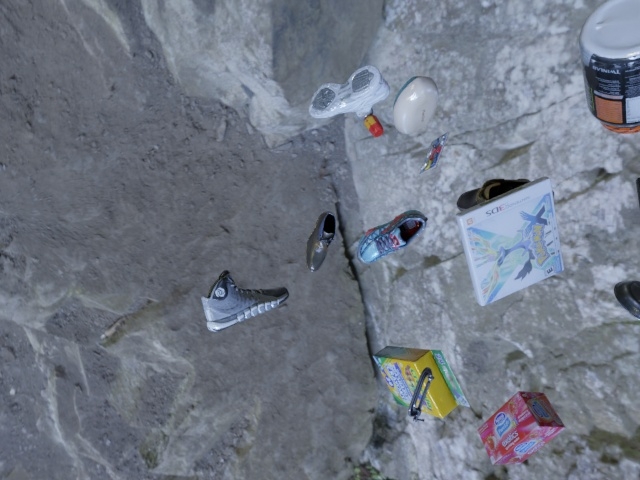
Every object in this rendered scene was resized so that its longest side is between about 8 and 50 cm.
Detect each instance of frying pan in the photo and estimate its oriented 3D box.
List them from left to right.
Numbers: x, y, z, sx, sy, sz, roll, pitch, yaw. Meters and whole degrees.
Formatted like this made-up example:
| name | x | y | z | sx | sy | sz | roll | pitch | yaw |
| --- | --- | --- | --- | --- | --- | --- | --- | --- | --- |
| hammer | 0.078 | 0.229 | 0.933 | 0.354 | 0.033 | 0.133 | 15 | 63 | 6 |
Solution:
| name | x | y | z | sx | sy | sz | roll | pitch | yaw |
| --- | --- | --- | --- | --- | --- | --- | --- | --- | --- |
| frying pan | 1.192 | 0.205 | 1.495 | 0.325 | 0.197 | 0.053 | -6 | 137 | -18 |

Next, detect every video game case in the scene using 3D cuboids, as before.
| name | x | y | z | sx | sy | sz | roll | pitch | yaw |
| --- | --- | --- | --- | --- | --- | --- | --- | --- | --- |
| video game case | 0.592 | 0.009 | 1.308 | 0.299 | 0.036 | 0.329 | -23 | 113 | -3 |

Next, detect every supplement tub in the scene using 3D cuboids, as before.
| name | x | y | z | sx | sy | sz | roll | pitch | yaw |
| --- | --- | --- | --- | --- | --- | --- | --- | --- | --- |
| supplement tub | 0.782 | -0.429 | 1.066 | 0.338 | 0.207 | 0.207 | 32 | 74 | -49 |

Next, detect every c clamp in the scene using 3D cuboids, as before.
| name | x | y | z | sx | sy | sz | roll | pitch | yaw |
| --- | --- | --- | --- | --- | --- | --- | --- | --- | --- |
| c clamp | 0.280 | 0.428 | 1.175 | 0.137 | 0.022 | 0.161 | 24 | 85 | -52 |

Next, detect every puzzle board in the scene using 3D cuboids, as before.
| name | x | y | z | sx | sy | sz | roll | pitch | yaw |
| --- | --- | --- | --- | --- | --- | --- | --- | --- | --- |
| puzzle board | 0.357 | -0.275 | 1.340 | 0.011 | 0.096 | 0.128 | 28 | 76 | -13 |

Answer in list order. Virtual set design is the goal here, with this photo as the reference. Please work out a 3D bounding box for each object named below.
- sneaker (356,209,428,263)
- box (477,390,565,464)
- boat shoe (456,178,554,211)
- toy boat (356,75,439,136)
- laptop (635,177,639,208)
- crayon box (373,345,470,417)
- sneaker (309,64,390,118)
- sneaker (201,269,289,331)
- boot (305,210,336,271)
| name | x | y | z | sx | sy | sz | roll | pitch | yaw |
| --- | --- | --- | --- | --- | --- | --- | --- | --- | --- |
| sneaker | 0.228 | -0.013 | 1.375 | 0.261 | 0.125 | 0.104 | -36 | 97 | 6 |
| box | 0.668 | 0.637 | 1.430 | 0.122 | 0.128 | 0.257 | 11 | 126 | -19 |
| boat shoe | 0.607 | -0.159 | 1.456 | 0.130 | 0.355 | 0.133 | 31 | 73 | -27 |
| toy boat | 0.302 | -0.516 | 1.642 | 0.317 | 0.268 | 0.148 | -24 | 65 | -8 |
| laptop | 0.715 | 0.160 | 0.846 | 0.407 | 0.236 | 0.382 | 30 | 52 | -4 |
| crayon box | 0.326 | 0.470 | 1.433 | 0.083 | 0.323 | 0.203 | -27 | 90 | -25 |
| sneaker | 0.075 | -0.355 | 1.089 | 0.115 | 0.232 | 0.091 | 17 | 72 | -49 |
| sneaker | -0.191 | 0.126 | 1.064 | 0.228 | 0.086 | 0.132 | -21 | 91 | -33 |
| boot | 0.000 | 0.000 | 1.451 | 0.082 | 0.106 | 0.220 | 15 | 84 | -6 |
